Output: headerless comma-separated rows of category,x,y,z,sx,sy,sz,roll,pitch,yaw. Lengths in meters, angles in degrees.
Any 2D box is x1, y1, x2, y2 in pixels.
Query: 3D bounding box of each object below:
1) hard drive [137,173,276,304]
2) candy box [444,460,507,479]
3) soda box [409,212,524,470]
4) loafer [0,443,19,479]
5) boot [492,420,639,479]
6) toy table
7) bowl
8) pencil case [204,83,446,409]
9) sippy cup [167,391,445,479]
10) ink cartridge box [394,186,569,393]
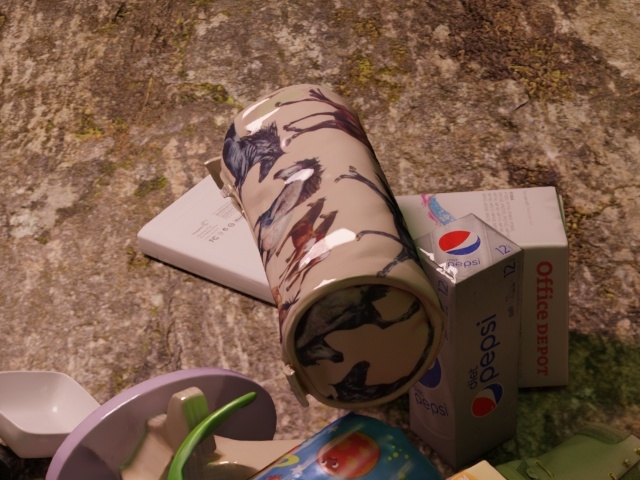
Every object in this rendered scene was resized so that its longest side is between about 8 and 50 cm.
hard drive,-0.048,-0.005,1.967,0.353,0.047,0.233,19,43,30
candy box,0.097,0.362,1.219,0.183,0.316,0.087,-23,39,-24
soda box,0.159,0.117,1.569,0.098,0.286,0.091,-26,43,-24
loafer,-0.416,0.235,1.680,0.170,0.062,0.061,23,40,31
boot,0.303,0.284,1.504,0.165,0.077,0.213,-21,36,-23
toy table,-0.140,0.249,1.491,0.274,0.252,0.161,-32,28,-21
bowl,-0.336,0.213,1.670,0.142,0.053,0.142,4,23,-45
pencil case,0.000,0.000,1.482,0.183,0.160,0.410,-33,36,9
sippy cup,0.009,0.296,1.365,0.224,0.305,0.240,-39,35,-25
ink cartridge box,0.143,0.065,1.695,0.306,0.226,0.131,-3,35,5
